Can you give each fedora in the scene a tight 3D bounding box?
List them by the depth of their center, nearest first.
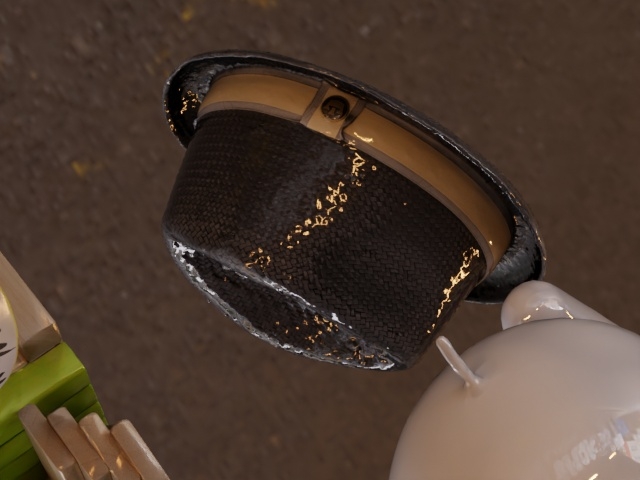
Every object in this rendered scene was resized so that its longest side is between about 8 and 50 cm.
[{"bbox_3d":[0.000,0.000,1.536,0.152,0.334,0.334,-60,143,-22],"label":"fedora"}]

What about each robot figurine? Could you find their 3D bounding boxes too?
[{"bbox_3d":[0.176,0.164,1.145,0.199,0.300,0.353,-34,141,26],"label":"robot figurine"}]

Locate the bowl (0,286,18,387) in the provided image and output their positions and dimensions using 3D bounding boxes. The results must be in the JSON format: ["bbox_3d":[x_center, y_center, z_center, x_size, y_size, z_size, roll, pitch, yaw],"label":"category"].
[{"bbox_3d":[-0.219,0.047,0.831,0.170,0.080,0.170,12,139,11],"label":"bowl"}]

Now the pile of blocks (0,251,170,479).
[{"bbox_3d":[-0.121,0.167,1.006,0.112,0.362,0.149,-35,178,-14],"label":"pile of blocks"}]
